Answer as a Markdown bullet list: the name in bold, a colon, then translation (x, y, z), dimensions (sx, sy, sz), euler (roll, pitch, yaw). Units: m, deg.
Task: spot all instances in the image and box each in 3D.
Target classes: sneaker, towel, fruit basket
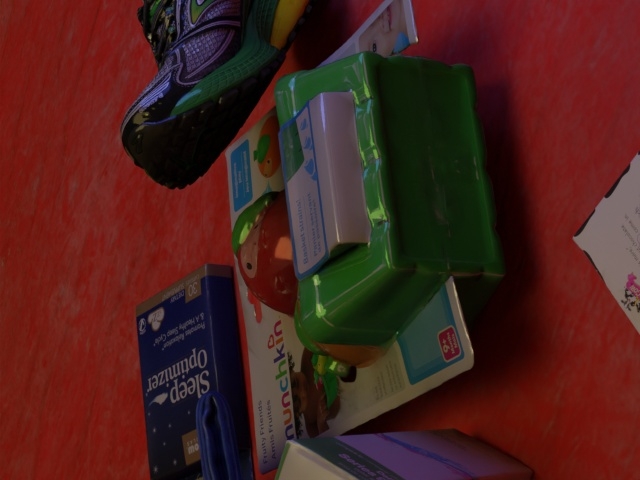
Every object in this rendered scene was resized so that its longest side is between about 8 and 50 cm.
- **sneaker**: translation (-0.111, -0.167, 1.514), dimensions (0.134, 0.146, 0.343), euler (-54, 7, 34)
- **towel**: translation (-0.077, 0.294, 1.461), dimensions (0.336, 0.040, 0.243), euler (96, 165, -63)
- **fruit basket**: translation (0.000, 0.000, 1.460), dimensions (0.353, 0.165, 0.327), euler (-31, 60, 50)

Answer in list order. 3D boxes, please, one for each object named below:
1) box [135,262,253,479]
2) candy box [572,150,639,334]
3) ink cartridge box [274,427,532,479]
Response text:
- **box**: translation (-0.126, 0.150, 1.701), dimensions (0.136, 0.036, 0.225), euler (-30, 61, 46)
- **candy box**: translation (0.283, -0.012, 1.162), dimensions (0.196, 0.070, 0.165), euler (-55, 44, 30)
- **ink cartridge box**: translation (0.050, 0.230, 1.296), dimensions (0.093, 0.212, 0.154), euler (25, 103, 35)
